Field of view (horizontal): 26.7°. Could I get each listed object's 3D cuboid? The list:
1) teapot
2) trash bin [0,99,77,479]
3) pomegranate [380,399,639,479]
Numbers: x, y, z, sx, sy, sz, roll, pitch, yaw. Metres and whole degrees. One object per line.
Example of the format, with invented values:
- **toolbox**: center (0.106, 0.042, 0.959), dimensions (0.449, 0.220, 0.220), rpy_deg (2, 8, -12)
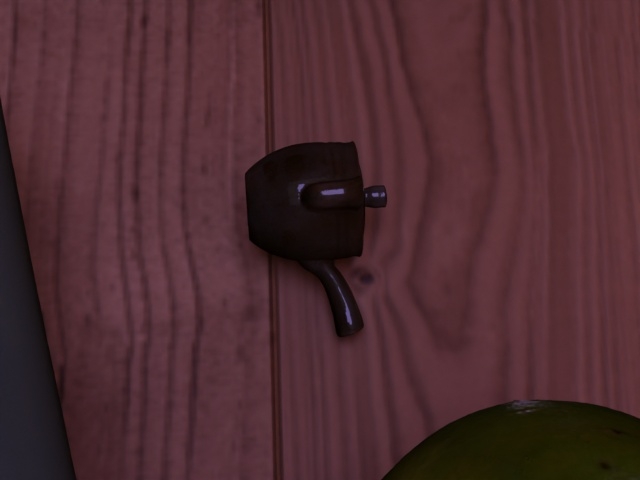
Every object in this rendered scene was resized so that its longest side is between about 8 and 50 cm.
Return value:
- **teapot**: center (0.000, 0.000, 0.751), dimensions (0.080, 0.085, 0.110), rpy_deg (-4, 91, -4)
- **trash bin**: center (-0.229, 0.082, 0.637), dimensions (0.222, 0.158, 0.344), rpy_deg (-8, 65, -12)
- **pomegranate**: center (0.066, 0.172, 0.601), dimensions (0.301, 0.236, 0.236), rpy_deg (20, 70, -16)
